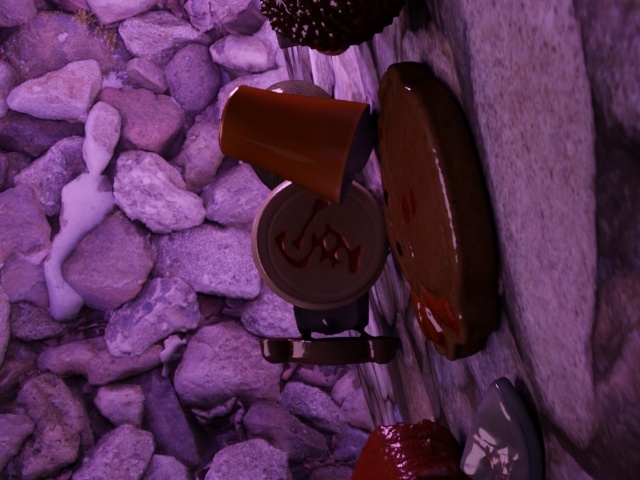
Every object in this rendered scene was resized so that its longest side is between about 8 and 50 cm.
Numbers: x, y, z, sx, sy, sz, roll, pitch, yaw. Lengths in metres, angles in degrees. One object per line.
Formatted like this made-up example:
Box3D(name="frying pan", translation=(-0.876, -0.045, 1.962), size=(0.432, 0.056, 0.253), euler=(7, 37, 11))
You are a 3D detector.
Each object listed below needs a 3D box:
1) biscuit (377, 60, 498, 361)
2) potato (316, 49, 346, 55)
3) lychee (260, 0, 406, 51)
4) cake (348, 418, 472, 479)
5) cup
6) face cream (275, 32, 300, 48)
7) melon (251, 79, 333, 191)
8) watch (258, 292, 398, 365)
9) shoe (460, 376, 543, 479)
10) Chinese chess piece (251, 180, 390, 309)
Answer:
Box3D(name="biscuit", translation=(0.132, -0.027, 0.891), size=(0.381, 0.074, 0.358), euler=(114, 145, -79))
Box3D(name="potato", translation=(0.005, -0.390, 1.221), size=(0.112, 0.112, 0.147), euler=(107, 144, -83))
Box3D(name="lychee", translation=(0.021, -0.300, 0.792), size=(0.188, 0.188, 0.188), euler=(167, 90, -86))
Box3D(name="cake", translation=(0.146, 0.425, 1.132), size=(0.151, 0.177, 0.282), euler=(-114, 38, -57))
Box3D(name="cup", translation=(-0.031, -0.191, 1.270), size=(0.226, 0.264, 0.182), euler=(-62, -13, -57))
Box3D(name="face cream", translation=(-0.003, -0.375, 1.008), size=(0.177, 0.153, 0.177), euler=(169, 90, -88))
Box3D(name="melon", translation=(-0.056, -0.237, 1.630), size=(0.237, 0.238, 0.301), euler=(82, 176, -52))
Box3D(name="watch", translation=(0.028, 0.128, 1.684), size=(0.335, 0.314, 0.326), euler=(39, -131, -78))
Box3D(name="shoe", translation=(0.193, 0.244, 0.765), size=(0.079, 0.078, 0.195), euler=(-110, 4, -67))
Box3D(name="Chinese chess piece", translation=(0.000, 0.000, 1.363), size=(0.102, 0.273, 0.273), euler=(127, 130, -86))
